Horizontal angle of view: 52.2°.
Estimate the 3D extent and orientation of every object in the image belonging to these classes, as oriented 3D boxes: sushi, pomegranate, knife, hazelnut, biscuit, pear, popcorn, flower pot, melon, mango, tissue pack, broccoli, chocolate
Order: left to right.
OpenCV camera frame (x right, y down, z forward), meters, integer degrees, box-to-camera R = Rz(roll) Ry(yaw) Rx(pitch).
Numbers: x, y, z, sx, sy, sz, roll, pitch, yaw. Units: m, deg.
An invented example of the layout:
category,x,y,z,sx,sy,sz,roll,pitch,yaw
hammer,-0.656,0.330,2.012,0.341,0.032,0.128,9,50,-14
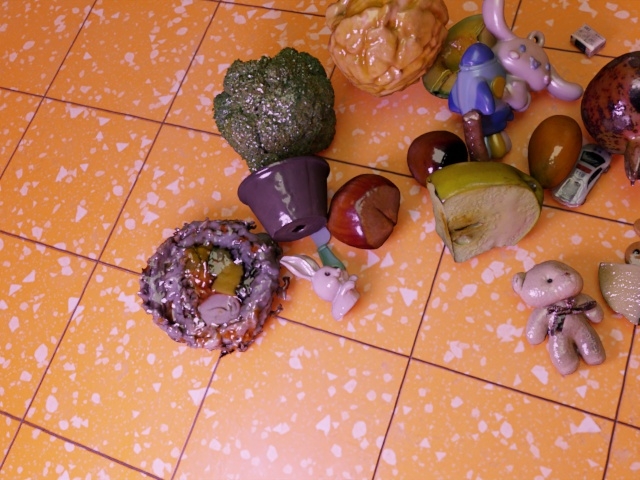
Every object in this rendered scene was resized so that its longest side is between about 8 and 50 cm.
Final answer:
category,x,y,z,sx,sy,sz,roll,pitch,yaw
sushi,-0.281,0.113,1.786,0.417,0.176,0.418,-4,67,10
broccoli,-0.127,-0.375,1.891,0.309,0.321,0.414,14,89,27
flower pot,-0.082,-0.098,1.784,0.269,0.269,0.166,-19,71,6
knife,0.002,0.000,1.847,0.063,0.034,0.260,-30,62,2
hazelnut,0.118,-0.080,1.785,0.181,0.181,0.212,33,79,-6
popcorn,0.195,-0.583,1.849,0.344,0.354,0.390,-16,46,13
chocolate,0.317,-0.222,1.802,0.176,0.177,0.177,-5,68,12
melon,0.410,-0.523,1.910,0.265,0.129,0.169,-55,29,9
pear,0.424,-0.107,1.669,0.281,0.286,0.176,-18,46,6
mango,0.615,-0.236,1.717,0.120,0.151,0.221,26,52,-7
tissue pack,0.772,-0.577,1.885,0.062,0.042,0.083,-38,65,-5
pomegranate,0.799,-0.295,1.635,0.284,0.285,0.341,2,64,14
biscuit,0.868,-0.011,1.639,0.240,0.035,0.158,-41,63,-5

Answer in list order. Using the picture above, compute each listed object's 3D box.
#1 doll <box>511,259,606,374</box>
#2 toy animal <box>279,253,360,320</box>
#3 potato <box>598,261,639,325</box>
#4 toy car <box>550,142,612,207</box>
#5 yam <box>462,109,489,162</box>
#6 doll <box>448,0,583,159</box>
category,x,y,z,sx,sy,sz,roll,pitch,yaw
doll,0.593,0.178,1.581,0.175,0.149,0.278,-14,76,-28
toy animal,0.008,0.092,1.726,0.221,0.104,0.131,45,126,3
potato,0.751,0.128,1.605,0.120,0.081,0.149,8,86,48
toy car,0.695,-0.178,1.736,0.095,0.056,0.205,34,80,25
yam,0.422,-0.229,1.745,0.056,0.241,0.057,-14,23,6
doll,0.494,-0.423,1.770,0.376,0.187,0.366,41,87,4
